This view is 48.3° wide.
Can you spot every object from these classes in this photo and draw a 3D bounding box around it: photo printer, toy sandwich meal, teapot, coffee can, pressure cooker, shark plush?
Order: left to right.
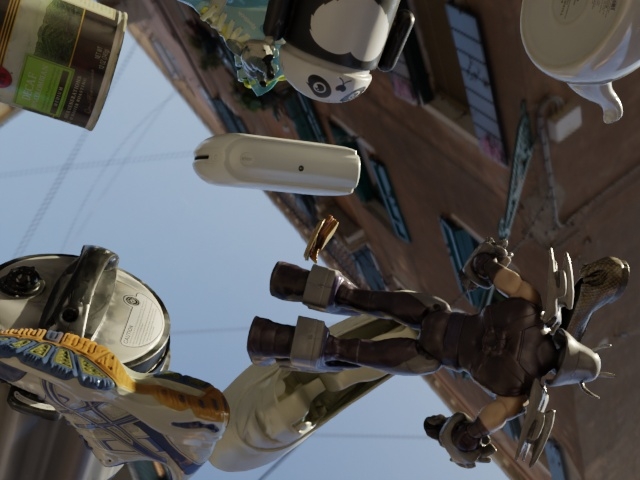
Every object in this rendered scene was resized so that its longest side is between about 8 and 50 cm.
[{"bbox_3d":[-0.462,-0.306,1.098,0.201,0.275,0.201,-43,-141,49],"label":"coffee can"},{"bbox_3d":[-0.480,0.223,1.326,0.370,0.420,0.375,39,-151,31],"label":"pressure cooker"},{"bbox_3d":[-0.082,-0.260,1.058,0.073,0.067,0.161,-14,-153,-24],"label":"shark plush"},{"bbox_3d":[-0.108,-0.157,1.491,0.308,0.107,0.256,4,-177,-23],"label":"photo printer"},{"bbox_3d":[0.000,0.000,1.173,0.029,0.085,0.085,25,-122,3],"label":"toy sandwich meal"},{"bbox_3d":[0.451,-0.359,1.103,0.187,0.256,0.252,2,-118,-28],"label":"teapot"}]

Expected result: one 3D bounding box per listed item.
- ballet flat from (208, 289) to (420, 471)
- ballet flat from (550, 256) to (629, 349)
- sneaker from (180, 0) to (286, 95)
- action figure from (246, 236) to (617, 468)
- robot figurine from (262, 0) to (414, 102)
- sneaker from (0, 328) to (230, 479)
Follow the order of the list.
[{"bbox_3d":[-0.003,0.198,1.003,0.400,0.139,0.139,-32,-136,-1],"label":"ballet flat"},{"bbox_3d":[0.378,0.104,1.072,0.058,0.250,0.084,11,-126,-3],"label":"ballet flat"},{"bbox_3d":[-0.158,-0.385,1.325,0.127,0.319,0.208,-169,-92,-66],"label":"sneaker"},{"bbox_3d":[0.090,0.078,0.583,0.285,0.099,0.185,8,-116,20],"label":"action figure"},{"bbox_3d":[0.034,-0.367,1.185,0.209,0.278,0.173,25,-157,11],"label":"robot figurine"},{"bbox_3d":[-0.262,0.205,0.848,0.112,0.296,0.131,-108,-137,-76],"label":"sneaker"}]
